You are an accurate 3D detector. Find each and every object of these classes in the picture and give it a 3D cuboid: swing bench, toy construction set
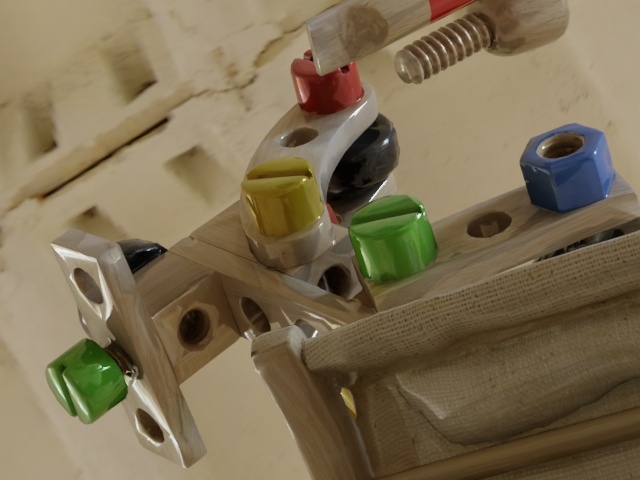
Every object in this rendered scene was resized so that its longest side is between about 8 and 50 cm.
[{"bbox_3d":[0.080,0.108,0.526,0.253,0.255,0.165,-19,-78,25],"label":"swing bench"},{"bbox_3d":[0.000,0.000,0.802,0.257,0.237,0.309,45,-29,31],"label":"toy construction set"}]
